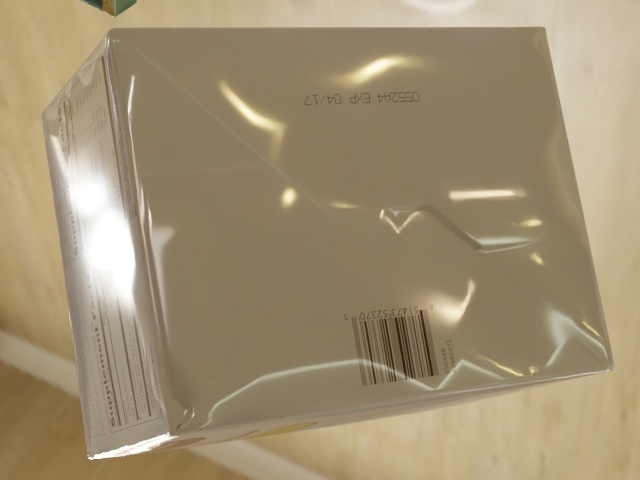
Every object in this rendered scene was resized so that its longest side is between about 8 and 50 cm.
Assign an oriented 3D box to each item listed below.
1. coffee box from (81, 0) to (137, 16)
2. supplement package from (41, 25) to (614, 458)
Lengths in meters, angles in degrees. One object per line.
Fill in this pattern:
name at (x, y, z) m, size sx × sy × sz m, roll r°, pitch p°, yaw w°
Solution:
coffee box at (-0.259, -0.303, 1.317) m, size 0.184 × 0.040 × 0.113 m, roll 29°, pitch -44°, yaw 18°
supplement package at (0.000, 0.000, 0.756) m, size 0.145 × 0.262 × 0.204 m, roll -27°, pitch -110°, yaw 62°
